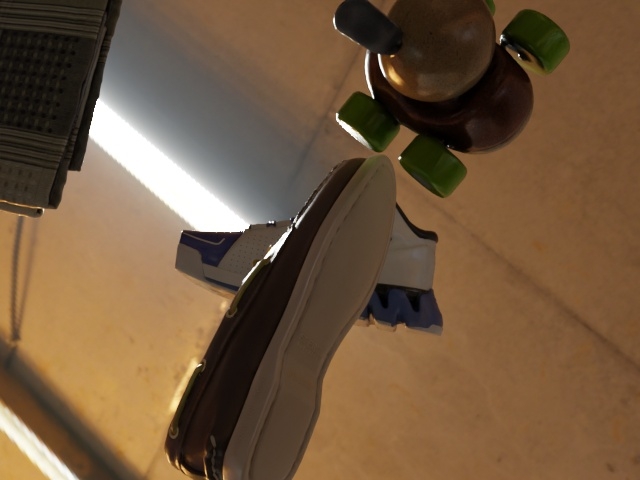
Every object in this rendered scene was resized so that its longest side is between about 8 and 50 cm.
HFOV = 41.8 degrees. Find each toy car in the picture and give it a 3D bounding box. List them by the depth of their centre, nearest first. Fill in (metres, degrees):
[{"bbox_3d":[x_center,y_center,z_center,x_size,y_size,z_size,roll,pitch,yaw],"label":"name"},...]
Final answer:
[{"bbox_3d":[0.074,-0.149,0.618,0.149,0.188,0.155,39,-90,33],"label":"toy car"}]

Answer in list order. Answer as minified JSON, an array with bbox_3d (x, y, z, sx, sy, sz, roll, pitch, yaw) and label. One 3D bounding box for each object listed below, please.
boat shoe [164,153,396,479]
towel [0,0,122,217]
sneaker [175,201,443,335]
[{"bbox_3d":[-0.027,0.058,0.724,0.097,0.324,0.116,10,-24,31],"label":"boat shoe"},{"bbox_3d":[-0.414,-0.198,1.088,0.324,0.056,0.312,11,-98,25],"label":"towel"},{"bbox_3d":[0.001,0.000,1.000,0.316,0.127,0.182,11,-101,3],"label":"sneaker"}]
